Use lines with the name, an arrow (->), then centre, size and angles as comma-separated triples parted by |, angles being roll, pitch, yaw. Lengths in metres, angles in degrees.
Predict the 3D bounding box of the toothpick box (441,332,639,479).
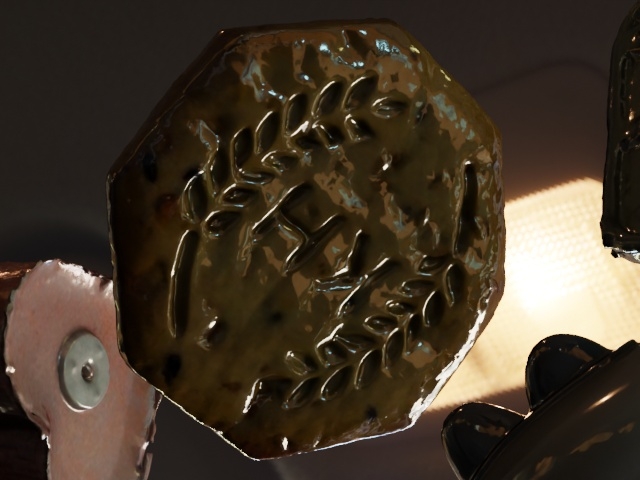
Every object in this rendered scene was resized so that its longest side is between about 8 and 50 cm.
toothpick box -> 0.199, 0.185, 0.751 | 0.316, 0.229, 0.229 | 53, -41, 9

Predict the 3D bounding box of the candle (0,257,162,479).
candle -> -0.284, 0.141, 1.612 | 0.131, 0.287, 0.317 | 2, -57, 30

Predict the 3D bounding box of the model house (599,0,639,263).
model house -> 0.316, -0.038, 0.776 | 0.278, 0.218, 0.205 | 32, -44, -18

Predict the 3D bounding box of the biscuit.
biscuit -> 0.001, 0.001, 1.137 | 0.359, 0.359, 0.046 | 56, -15, -25
